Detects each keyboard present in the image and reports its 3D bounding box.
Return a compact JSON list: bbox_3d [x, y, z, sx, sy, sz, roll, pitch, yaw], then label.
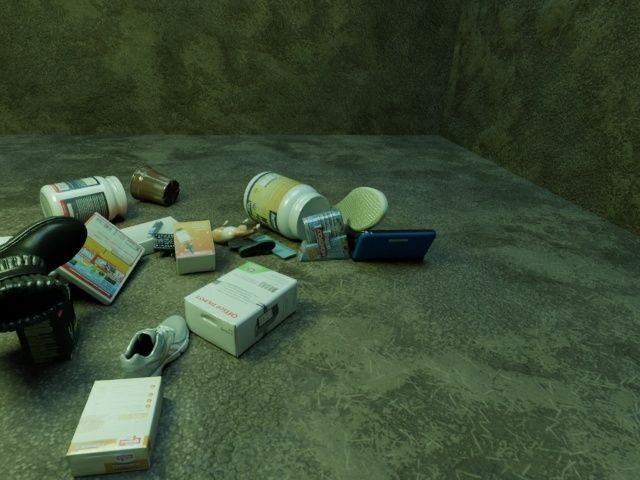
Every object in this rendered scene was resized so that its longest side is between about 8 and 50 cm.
[{"bbox_3d":[-0.520,0.018,1.579,0.180,0.023,0.108,2,55,-26],"label":"keyboard"}]

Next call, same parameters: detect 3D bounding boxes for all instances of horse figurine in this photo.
[{"bbox_3d":[-0.353,-0.038,1.691,0.263,0.066,0.174,-4,21,7],"label":"horse figurine"}]

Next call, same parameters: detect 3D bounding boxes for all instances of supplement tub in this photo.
[{"bbox_3d":[-0.140,-0.140,1.768,0.316,0.228,0.228,26,34,36],"label":"supplement tub"},{"bbox_3d":[-0.950,-0.152,1.723,0.272,0.191,0.191,-22,37,-41],"label":"supplement tub"}]

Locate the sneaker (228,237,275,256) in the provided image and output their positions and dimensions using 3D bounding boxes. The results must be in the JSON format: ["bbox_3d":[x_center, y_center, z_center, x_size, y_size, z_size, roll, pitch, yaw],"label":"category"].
[{"bbox_3d":[-0.263,0.017,1.634,0.170,0.051,0.089,-16,32,-12],"label":"sneaker"}]

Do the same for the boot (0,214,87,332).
[{"bbox_3d":[-0.672,0.069,1.030,0.260,0.131,0.348,11,40,32],"label":"boot"}]

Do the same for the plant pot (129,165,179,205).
[{"bbox_3d":[-0.756,-0.244,1.977,0.165,0.167,0.167,18,30,11],"label":"plant pot"}]

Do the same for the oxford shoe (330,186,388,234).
[{"bbox_3d":[0.158,-0.103,1.664,0.130,0.169,0.449,6,-9,-19],"label":"oxford shoe"}]

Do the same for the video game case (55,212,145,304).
[{"bbox_3d":[-0.701,0.051,1.368,0.204,0.025,0.285,44,24,-23],"label":"video game case"}]

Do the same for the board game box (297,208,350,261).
[{"bbox_3d":[0.000,0.000,1.607,0.194,0.194,0.060,-16,29,-7],"label":"board game box"}]

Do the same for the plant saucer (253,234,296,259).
[{"bbox_3d":[-0.180,0.027,1.670,0.067,0.018,0.192,-22,36,-40],"label":"plant saucer"}]

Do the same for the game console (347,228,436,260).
[{"bbox_3d":[0.258,-0.016,1.660,0.293,0.250,0.173,-2,54,-10],"label":"game console"}]

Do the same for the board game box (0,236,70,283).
[{"bbox_3d":[-0.826,0.056,1.310,0.193,0.053,0.305,36,14,14],"label":"board game box"}]

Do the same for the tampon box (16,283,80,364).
[{"bbox_3d":[-0.691,0.210,1.086,0.102,0.161,0.120,-4,29,-16],"label":"tampon box"}]

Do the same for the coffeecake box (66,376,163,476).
[{"bbox_3d":[-0.418,0.381,0.894,0.142,0.068,0.185,-1,28,-10],"label":"coffeecake box"}]

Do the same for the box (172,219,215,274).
[{"bbox_3d":[-0.446,0.022,1.510,0.130,0.091,0.170,-6,48,-19],"label":"box"}]

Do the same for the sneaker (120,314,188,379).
[{"bbox_3d":[-0.411,0.256,1.080,0.099,0.121,0.262,7,27,5],"label":"sneaker"}]

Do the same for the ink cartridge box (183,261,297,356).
[{"bbox_3d":[-0.225,0.187,1.246,0.198,0.114,0.273,19,31,28],"label":"ink cartridge box"}]

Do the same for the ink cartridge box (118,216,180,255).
[{"bbox_3d":[-0.710,-0.027,1.651,0.261,0.066,0.296,28,35,37],"label":"ink cartridge box"}]
